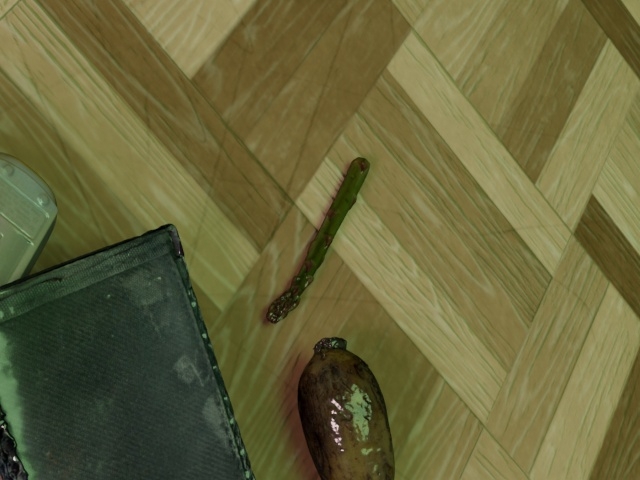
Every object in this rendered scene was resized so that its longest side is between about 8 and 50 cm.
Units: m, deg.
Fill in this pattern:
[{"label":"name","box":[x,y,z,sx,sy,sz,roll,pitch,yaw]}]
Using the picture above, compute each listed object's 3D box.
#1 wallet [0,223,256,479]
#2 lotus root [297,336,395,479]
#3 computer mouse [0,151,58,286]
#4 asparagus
[{"label":"wallet","box":[-0.164,0.179,1.202,0.237,0.075,0.342,-26,102,-49]},{"label":"lotus root","box":[0.024,0.180,1.393,0.081,0.089,0.179,-12,84,-6]},{"label":"computer mouse","box":[-0.282,0.019,1.180,0.102,0.045,0.199,42,51,-28]},{"label":"asparagus","box":[0.000,0.000,1.488,0.025,0.024,0.248,19,49,12]}]
